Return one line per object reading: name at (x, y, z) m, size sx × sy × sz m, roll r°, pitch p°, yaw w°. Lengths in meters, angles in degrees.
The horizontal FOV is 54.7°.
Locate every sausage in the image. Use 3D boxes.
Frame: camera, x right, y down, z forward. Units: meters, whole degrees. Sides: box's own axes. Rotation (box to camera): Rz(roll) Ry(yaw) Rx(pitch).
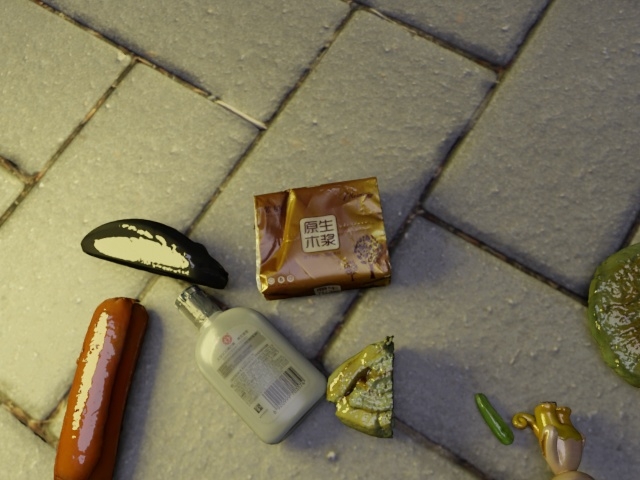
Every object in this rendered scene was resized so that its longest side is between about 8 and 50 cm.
sausage at (-0.361, 0.250, 1.012) m, size 0.102 × 0.102 × 0.331 m, roll 6°, pitch 72°, yaw 8°

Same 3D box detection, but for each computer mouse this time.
computer mouse at (-0.278, 0.014, 1.062) m, size 0.269 × 0.137 × 0.087 m, roll 14°, pitch 80°, yaw 12°

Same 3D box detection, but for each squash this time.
squash at (0.270, 0.279, 0.968) m, size 0.027 × 0.027 × 0.089 m, roll -33°, pitch 69°, yaw -6°

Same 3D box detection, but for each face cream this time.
face cream at (-0.130, 0.189, 1.018) m, size 0.291 × 0.071 × 0.144 m, roll 41°, pitch 77°, yaw 16°

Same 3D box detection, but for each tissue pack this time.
tissue pack at (0.000, 0.000, 1.063) m, size 0.226 × 0.092 × 0.183 m, roll -7°, pitch 69°, yaw 1°

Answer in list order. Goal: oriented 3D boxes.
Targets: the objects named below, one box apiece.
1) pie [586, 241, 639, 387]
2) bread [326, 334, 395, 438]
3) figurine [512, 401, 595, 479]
pie at (0.559, 0.126, 0.969) m, size 0.276 × 0.078 × 0.277 m, roll -4°, pitch 67°, yaw 10°
bread at (0.066, 0.227, 0.974) m, size 0.110 × 0.103 × 0.157 m, roll -1°, pitch 64°, yaw 14°
figurine at (0.354, 0.362, 0.886) m, size 0.156 × 0.131 × 0.247 m, roll 22°, pitch 51°, yaw -27°
